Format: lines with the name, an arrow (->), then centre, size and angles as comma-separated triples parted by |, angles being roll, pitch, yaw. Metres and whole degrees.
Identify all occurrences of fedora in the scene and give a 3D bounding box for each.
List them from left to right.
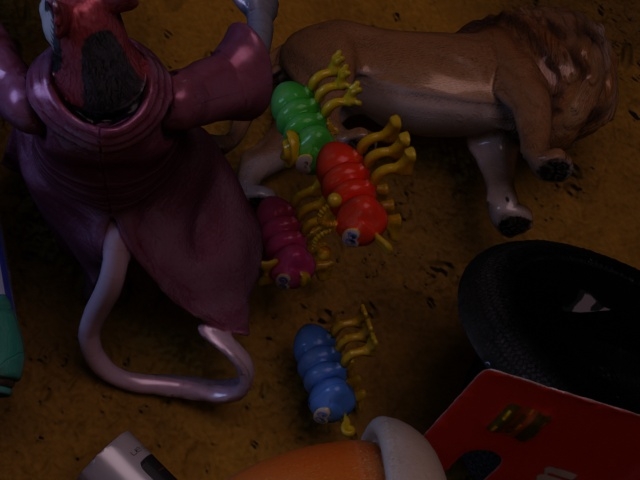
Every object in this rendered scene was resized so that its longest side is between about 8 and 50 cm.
fedora -> 0.224, 0.150, 1.328 | 0.334, 0.152, 0.334 | 24, 31, -16

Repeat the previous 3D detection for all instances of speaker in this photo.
speaker -> -0.109, 0.199, 1.221 | 0.136, 0.055, 0.055 | 44, 51, 9

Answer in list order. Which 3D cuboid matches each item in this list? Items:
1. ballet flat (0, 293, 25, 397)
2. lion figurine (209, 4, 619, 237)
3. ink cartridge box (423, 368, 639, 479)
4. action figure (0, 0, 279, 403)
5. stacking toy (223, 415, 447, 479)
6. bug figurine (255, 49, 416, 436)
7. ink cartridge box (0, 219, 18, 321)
ballet flat -> -0.315, 0.053, 1.136 | 0.247, 0.083, 0.087 | 6, 77, -27
lion figurine -> 0.083, -0.128, 1.485 | 0.392, 0.142, 0.240 | 9, 47, -15
ink cartridge box -> 0.219, 0.247, 1.177 | 0.385, 0.308, 0.091 | 19, 51, -12
action figure -> -0.156, -0.064, 1.177 | 0.248, 0.370, 0.275 | 2, 72, 1
stacking toy -> -0.162, 0.267, 1.029 | 0.480, 0.350, 0.350 | 4, 55, -4
bug figurine -> 0.000, 0.000, 1.289 | 0.072, 0.279, 0.216 | -7, 46, -15
ink cartridge box -> -0.395, -0.047, 1.249 | 0.307, 0.072, 0.303 | 1, 56, -27
